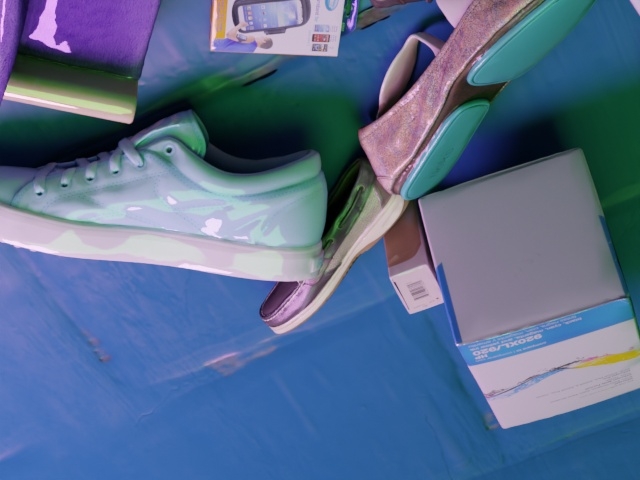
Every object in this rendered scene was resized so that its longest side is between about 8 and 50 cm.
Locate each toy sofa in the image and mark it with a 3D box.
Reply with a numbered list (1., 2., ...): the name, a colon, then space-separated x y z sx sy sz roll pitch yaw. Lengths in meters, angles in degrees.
1. toy sofa: -0.185 -0.263 1.191 0.150 0.177 0.362 10 128 -14

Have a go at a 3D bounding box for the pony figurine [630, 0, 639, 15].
1. pony figurine: 0.427 -0.245 1.243 0.351 0.303 0.363 -32 112 28

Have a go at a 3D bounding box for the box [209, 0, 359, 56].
1. box: -0.032 -0.210 1.352 0.136 0.028 0.081 2 130 -6

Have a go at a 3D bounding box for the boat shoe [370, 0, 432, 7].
1. boat shoe: 0.012 -0.316 1.197 0.130 0.132 0.355 -27 127 16

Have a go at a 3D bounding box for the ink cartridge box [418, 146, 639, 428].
1. ink cartridge box: 0.217 0.055 1.471 0.168 0.171 0.232 -18 149 9

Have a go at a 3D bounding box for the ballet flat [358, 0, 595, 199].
1. ballet flat: 0.128 -0.168 1.350 0.107 0.106 0.316 -11 149 -48

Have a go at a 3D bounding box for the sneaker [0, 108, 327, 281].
1. sneaker: -0.171 -0.060 1.424 0.366 0.135 0.150 7 102 -8

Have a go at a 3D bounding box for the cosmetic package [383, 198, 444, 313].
1. cosmetic package: 0.092 0.011 1.498 0.041 0.115 0.060 -20 129 12

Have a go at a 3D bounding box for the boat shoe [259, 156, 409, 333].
1. boat shoe: 0.000 0.000 1.508 0.073 0.080 0.223 32 115 -23
